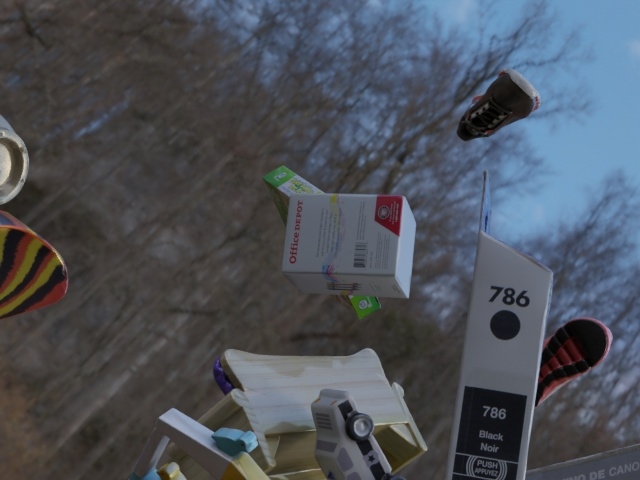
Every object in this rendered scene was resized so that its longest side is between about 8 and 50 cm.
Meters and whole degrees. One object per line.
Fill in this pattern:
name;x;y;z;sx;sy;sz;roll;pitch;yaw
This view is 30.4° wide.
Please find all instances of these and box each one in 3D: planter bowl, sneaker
planter bowl;-0.440;-0.101;1.487;0.109;0.162;0.162;13;-43;31
sneaker;0.421;0.252;2.219;0.314;0.136;0.116;-33;-106;22
sneaker;0.201;-0.145;1.360;0.061;0.065;0.158;44;-16;0

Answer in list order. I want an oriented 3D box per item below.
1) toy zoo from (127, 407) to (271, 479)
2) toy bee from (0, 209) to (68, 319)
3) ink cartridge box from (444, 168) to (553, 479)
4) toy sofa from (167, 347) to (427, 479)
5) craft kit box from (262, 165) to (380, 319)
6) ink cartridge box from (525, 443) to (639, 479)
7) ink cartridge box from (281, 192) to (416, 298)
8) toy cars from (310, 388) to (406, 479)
toy zoo;-0.136;0.318;1.308;0.192;0.030;0.293;38;-57;14
toy bee;-0.344;0.036;0.912;0.195;0.298;0.162;12;-54;30
ink cartridge box;0.135;0.125;0.903;0.065;0.333;0.165;6;-7;11
toy sofa;-0.034;0.265;1.656;0.150;0.362;0.177;-43;-119;30
craft kit box;0.000;0.000;2.230;0.250;0.061;0.247;36;-28;61
ink cartridge box;0.175;0.331;1.087;0.130;0.309;0.272;-130;-152;-83
ink cartridge box;0.044;0.008;1.772;0.176;0.128;0.127;3;-17;14
toy cars;0.046;0.363;1.593;0.176;0.087;0.394;40;-28;38
